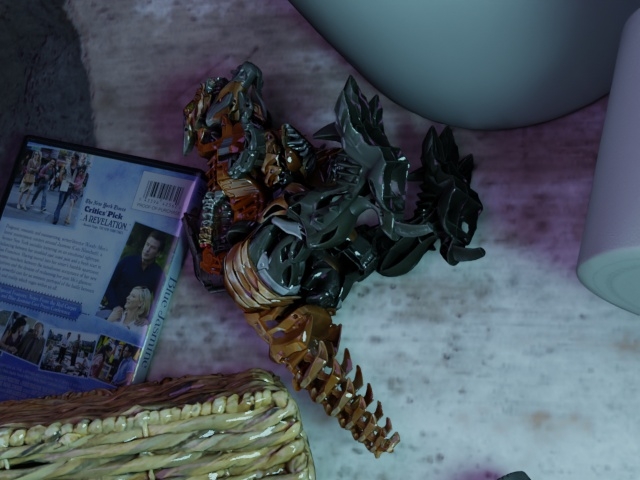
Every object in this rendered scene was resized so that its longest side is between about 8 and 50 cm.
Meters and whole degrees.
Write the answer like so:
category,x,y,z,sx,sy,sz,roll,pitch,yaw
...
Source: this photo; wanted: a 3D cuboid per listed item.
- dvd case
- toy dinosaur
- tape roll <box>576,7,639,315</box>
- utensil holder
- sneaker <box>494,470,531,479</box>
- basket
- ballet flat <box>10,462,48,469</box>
category,x,y,z,sx,sy,sz,roll,pitch,yaw
dvd case,-0.207,0.045,1.229,0.180,0.022,0.253,12,79,25
toy dinosaur,0.000,0.000,1.120,0.218,0.164,0.322,-33,82,25
tape roll,0.294,-0.035,0.934,0.246,0.246,0.169,7,76,23
utensil holder,0.080,-0.281,1.017,0.328,0.385,0.327,-6,72,19
sneaker,0.101,0.243,1.031,0.170,0.051,0.089,-43,64,9
basket,-0.148,0.213,1.038,0.299,0.223,0.213,-8,90,-6
ballet flat,-0.248,0.255,1.146,0.073,0.080,0.232,22,90,6
